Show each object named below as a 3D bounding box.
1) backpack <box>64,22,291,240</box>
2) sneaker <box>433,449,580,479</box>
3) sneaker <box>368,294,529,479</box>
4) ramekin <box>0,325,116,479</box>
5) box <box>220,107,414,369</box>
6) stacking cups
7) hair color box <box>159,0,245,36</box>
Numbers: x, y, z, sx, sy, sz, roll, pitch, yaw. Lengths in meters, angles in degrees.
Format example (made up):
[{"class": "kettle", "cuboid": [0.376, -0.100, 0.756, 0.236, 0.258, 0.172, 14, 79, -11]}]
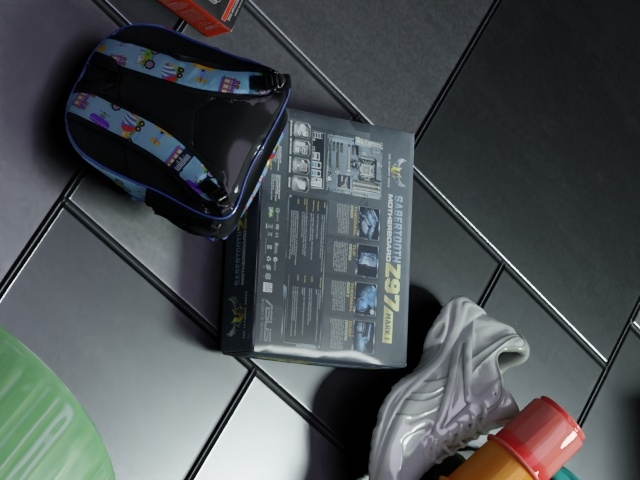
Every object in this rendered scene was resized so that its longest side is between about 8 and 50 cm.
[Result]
[{"class": "backpack", "cuboid": [-0.129, -0.098, 1.601, 0.173, 0.117, 0.158, 23, 75, 3]}, {"class": "sneaker", "cuboid": [0.217, 0.346, 1.829, 0.178, 0.124, 0.295, -6, 89, -27]}, {"class": "sneaker", "cuboid": [0.128, 0.162, 1.761, 0.232, 0.115, 0.090, -59, 159, -23]}, {"class": "ramekin", "cuboid": [-0.295, 0.171, 1.351, 0.303, 0.303, 0.148, 55, 52, -20]}, {"class": "box", "cuboid": [0.000, 0.000, 1.726, 0.183, 0.059, 0.233, 8, 81, -36]}, {"class": "stacking cups", "cuboid": [0.116, 0.274, 1.712, 0.316, 0.096, 0.096, -40, 111, -13]}, {"class": "hair color box", "cuboid": [-0.129, -0.253, 1.660, 0.141, 0.043, 0.072, 34, 68, -29]}]
